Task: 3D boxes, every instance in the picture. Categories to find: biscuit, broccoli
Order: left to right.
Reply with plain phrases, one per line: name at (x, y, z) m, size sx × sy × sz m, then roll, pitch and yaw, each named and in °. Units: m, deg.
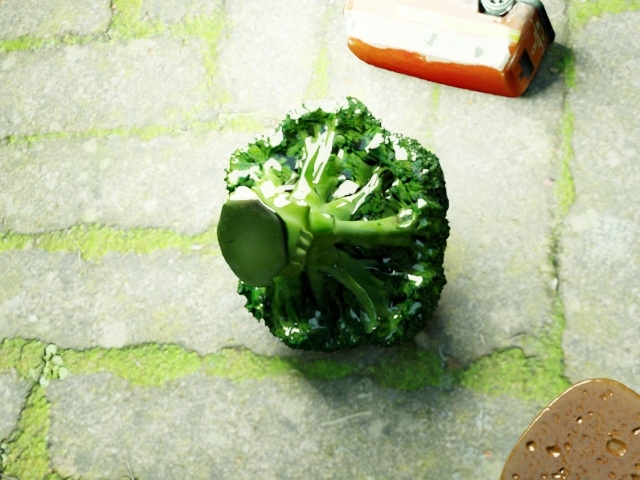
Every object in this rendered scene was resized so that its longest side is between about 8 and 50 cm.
broccoli at (0.000, 0.000, 1.067) m, size 0.298 × 0.297 × 0.297 m, roll 7°, pitch 105°, yaw 29°
biscuit at (0.292, 0.246, 0.986) m, size 0.192 × 0.036 × 0.186 m, roll 36°, pitch 86°, yaw 28°

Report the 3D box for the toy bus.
toy bus at (0.148, -0.262, 1.215) m, size 0.265 × 0.121 × 0.120 m, roll 18°, pitch 85°, yaw 26°
